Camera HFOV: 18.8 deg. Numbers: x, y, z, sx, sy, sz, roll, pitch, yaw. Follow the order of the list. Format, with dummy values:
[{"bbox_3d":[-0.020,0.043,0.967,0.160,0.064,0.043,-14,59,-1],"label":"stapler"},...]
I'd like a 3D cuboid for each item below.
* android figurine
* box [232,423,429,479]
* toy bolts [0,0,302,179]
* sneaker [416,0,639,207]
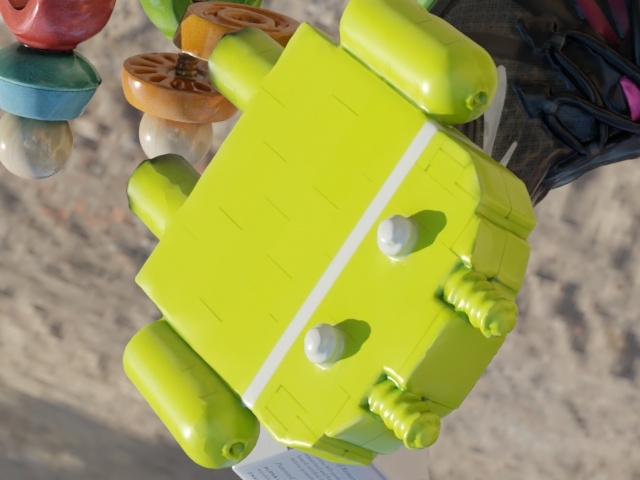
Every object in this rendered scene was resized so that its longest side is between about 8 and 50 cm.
[{"bbox_3d":[0.000,0.000,0.958,0.056,0.248,0.273,26,-166,-42],"label":"android figurine"},{"bbox_3d":[0.012,0.169,1.828,0.119,0.181,0.182,-21,135,21],"label":"box"},{"bbox_3d":[-0.137,-0.112,1.467,0.228,0.158,0.218,0,-159,-29],"label":"toy bolts"},{"bbox_3d":[0.210,-0.139,1.378,0.202,0.483,0.185,19,145,45],"label":"sneaker"}]
